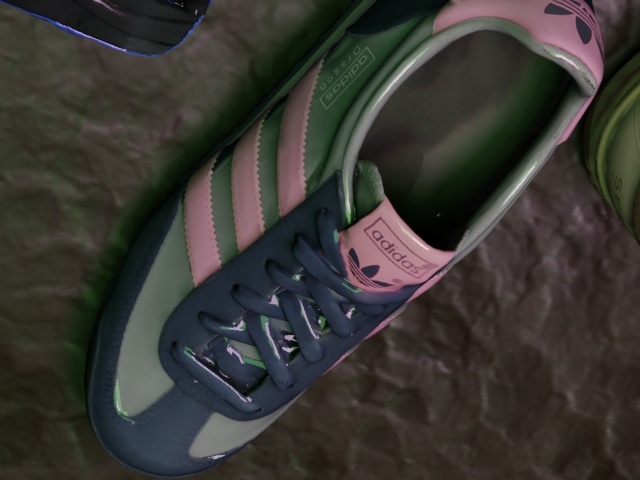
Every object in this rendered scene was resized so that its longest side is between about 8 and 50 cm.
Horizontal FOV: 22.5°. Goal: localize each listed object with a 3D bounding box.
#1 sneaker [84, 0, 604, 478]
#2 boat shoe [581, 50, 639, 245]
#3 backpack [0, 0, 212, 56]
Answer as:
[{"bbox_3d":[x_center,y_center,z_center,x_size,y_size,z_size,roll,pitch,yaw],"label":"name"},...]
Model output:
[{"bbox_3d":[0.000,0.000,0.703,0.112,0.131,0.319,32,107,-20],"label":"sneaker"},{"bbox_3d":[0.269,-0.110,0.699,0.121,0.110,0.341,40,104,-21],"label":"boat shoe"},{"bbox_3d":[-0.093,-0.139,0.645,0.120,0.101,0.098,23,111,-21],"label":"backpack"}]
